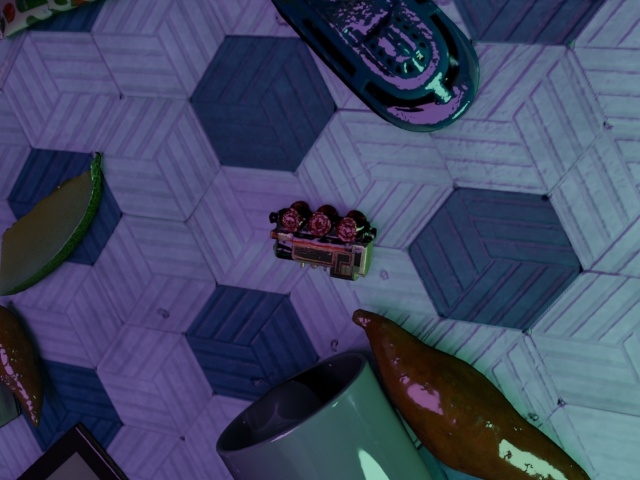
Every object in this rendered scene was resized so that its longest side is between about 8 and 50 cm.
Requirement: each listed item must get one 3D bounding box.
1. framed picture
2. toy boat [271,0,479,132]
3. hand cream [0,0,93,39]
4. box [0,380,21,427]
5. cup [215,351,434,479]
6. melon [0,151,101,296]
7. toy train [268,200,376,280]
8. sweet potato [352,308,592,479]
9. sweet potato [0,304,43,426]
[{"bbox_3d":[-0.365,0.500,0.918,0.265,0.016,0.347,-43,86,18],"label":"framed picture"},{"bbox_3d":[0.051,-0.246,0.625,0.299,0.092,0.134,46,105,5],"label":"toy boat"},{"bbox_3d":[-0.339,-0.342,0.738,0.276,0.059,0.095,-6,96,21],"label":"hand cream"},{"bbox_3d":[-0.636,0.212,0.900,0.252,0.106,0.203,-5,100,18],"label":"box"},{"bbox_3d":[0.038,0.317,0.672,0.206,0.205,0.312,-28,93,19],"label":"cup"},{"bbox_3d":[-0.394,-0.028,0.825,0.262,0.053,0.114,-44,68,15],"label":"melon"},{"bbox_3d":[0.000,0.000,0.704,0.138,0.050,0.086,10,106,14],"label":"toy train"},{"bbox_3d":[0.169,0.211,0.664,0.359,0.112,0.112,43,108,2],"label":"sweet potato"},{"bbox_3d":[-0.476,0.193,0.868,0.068,0.060,0.205,-26,86,-14],"label":"sweet potato"}]
